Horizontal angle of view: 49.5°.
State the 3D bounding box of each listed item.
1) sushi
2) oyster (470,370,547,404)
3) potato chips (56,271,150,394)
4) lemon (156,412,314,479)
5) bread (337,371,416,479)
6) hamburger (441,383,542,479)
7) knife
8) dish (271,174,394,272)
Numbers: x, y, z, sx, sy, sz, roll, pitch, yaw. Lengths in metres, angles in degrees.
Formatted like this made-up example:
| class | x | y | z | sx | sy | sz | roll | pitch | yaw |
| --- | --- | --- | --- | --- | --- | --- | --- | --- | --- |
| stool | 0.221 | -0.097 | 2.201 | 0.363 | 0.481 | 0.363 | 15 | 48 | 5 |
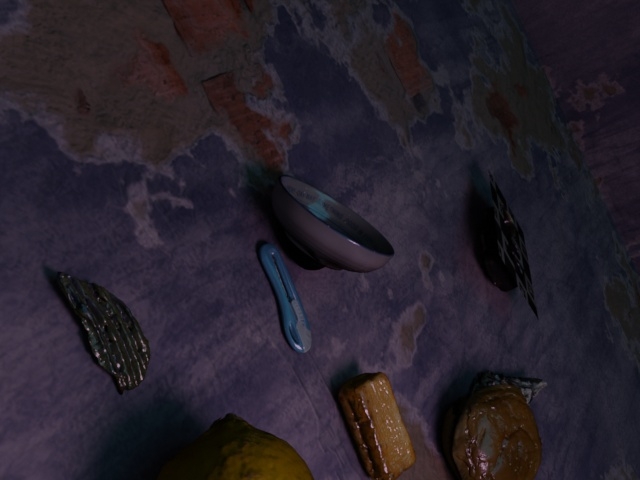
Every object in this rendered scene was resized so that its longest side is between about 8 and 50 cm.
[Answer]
| class | x | y | z | sx | sy | sz | roll | pitch | yaw |
| --- | --- | --- | --- | --- | --- | --- | --- | --- | --- |
| sushi | 0.509 | 0.021 | 2.008 | 0.296 | 0.100 | 0.373 | 51 | 30 | -34 |
| oyster | 0.476 | 0.415 | 1.795 | 0.252 | 0.087 | 0.199 | 29 | 51 | -22 |
| potato chips | -0.317 | 0.126 | 1.035 | 0.092 | 0.028 | 0.207 | -39 | 104 | -52 |
| lemon | -0.117 | 0.395 | 0.962 | 0.253 | 0.253 | 0.310 | 18 | 59 | -44 |
| bread | 0.111 | 0.368 | 1.370 | 0.114 | 0.083 | 0.211 | -18 | 86 | -46 |
| hamburger | 0.407 | 0.472 | 1.596 | 0.285 | 0.134 | 0.265 | -24 | 87 | -37 |
| knife | -0.066 | 0.109 | 1.331 | 0.064 | 0.031 | 0.222 | -18 | 86 | -48 |
| dish | 0.000 | 0.000 | 1.377 | 0.273 | 0.134 | 0.273 | 31 | 14 | -8 |
